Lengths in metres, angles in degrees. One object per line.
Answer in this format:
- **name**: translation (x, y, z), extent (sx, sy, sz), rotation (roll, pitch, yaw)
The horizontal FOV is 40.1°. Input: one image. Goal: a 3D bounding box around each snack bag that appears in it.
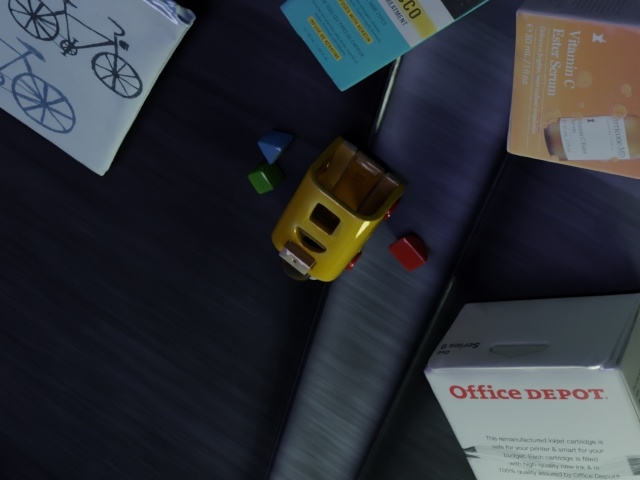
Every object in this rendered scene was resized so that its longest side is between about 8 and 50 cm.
- **snack bag**: translation (-0.328, -0.251, 0.984), extent (0.323, 0.037, 0.342), rotation (36, 142, -9)

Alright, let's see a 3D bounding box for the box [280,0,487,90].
- **box**: translation (0.083, -0.226, 0.743), extent (0.244, 0.060, 0.100), rotation (-25, 108, 45)

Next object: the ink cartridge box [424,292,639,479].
- **ink cartridge box**: translation (0.268, 0.205, 0.920), extent (0.211, 0.121, 0.289), rotation (-7, 119, 39)

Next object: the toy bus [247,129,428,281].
- **toy bus**: translation (0.000, -0.010, 0.946), extent (0.191, 0.104, 0.202), rotation (1, 124, 35)

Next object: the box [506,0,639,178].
- **box**: translation (0.245, -0.127, 0.688), extent (0.170, 0.091, 0.130), rotation (15, 131, 26)
